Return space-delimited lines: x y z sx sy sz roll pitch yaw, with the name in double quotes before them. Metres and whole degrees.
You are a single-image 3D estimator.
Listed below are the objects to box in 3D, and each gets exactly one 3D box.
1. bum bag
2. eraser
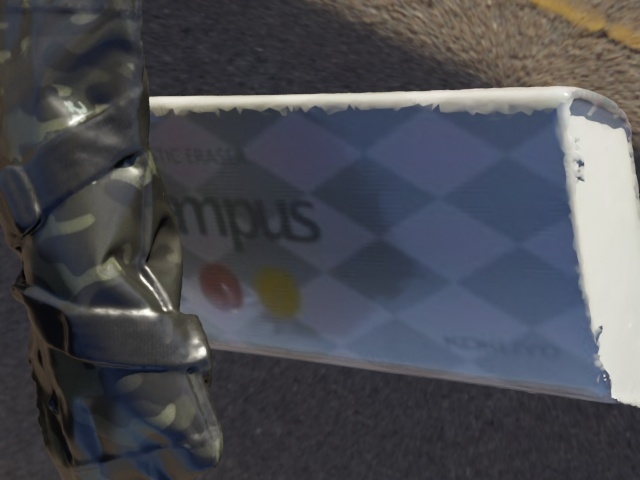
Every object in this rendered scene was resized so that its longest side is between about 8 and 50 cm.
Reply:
"bum bag" -0.130 0.001 0.722 0.144 0.095 0.340 -3 98 45
"eraser" 0.001 0.000 0.791 0.397 0.082 0.213 3 115 35
